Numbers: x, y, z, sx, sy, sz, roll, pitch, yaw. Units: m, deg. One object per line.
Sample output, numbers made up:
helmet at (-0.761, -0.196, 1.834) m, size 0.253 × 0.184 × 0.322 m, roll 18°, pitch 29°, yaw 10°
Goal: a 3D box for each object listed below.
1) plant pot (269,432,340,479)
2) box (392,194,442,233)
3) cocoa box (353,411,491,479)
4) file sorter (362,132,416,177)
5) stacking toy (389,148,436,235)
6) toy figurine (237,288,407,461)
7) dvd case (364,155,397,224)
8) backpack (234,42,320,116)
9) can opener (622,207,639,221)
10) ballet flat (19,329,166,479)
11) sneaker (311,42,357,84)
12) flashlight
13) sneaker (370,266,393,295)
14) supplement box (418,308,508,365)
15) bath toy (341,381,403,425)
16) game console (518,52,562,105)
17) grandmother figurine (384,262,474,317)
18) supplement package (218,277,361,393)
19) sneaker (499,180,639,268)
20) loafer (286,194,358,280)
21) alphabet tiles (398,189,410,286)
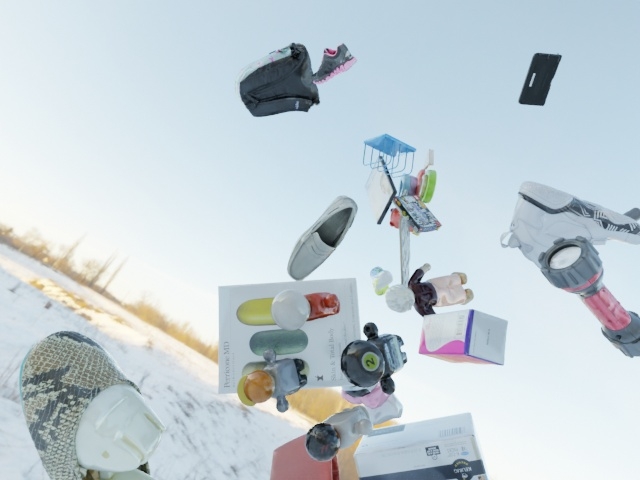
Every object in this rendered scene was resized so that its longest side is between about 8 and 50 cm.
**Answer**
plant pot at (-0.055, 0.900, 1.522) m, size 0.235 × 0.267 × 0.267 m, roll -8°, pitch -67°, yaw 4°
box at (0.289, -0.081, 1.224) m, size 0.137 × 0.093 × 0.027 m, roll 59°, pitch -41°, yaw 32°
cocoa box at (0.304, 0.673, 1.185) m, size 0.346 × 0.228 × 0.231 m, roll -17°, pitch -11°, yaw 14°
file sorter at (0.259, -0.316, 1.546) m, size 0.170 × 0.105 × 0.118 m, roll 15°, pitch -12°, yaw -35°
stacking toy at (0.366, -0.208, 1.664) m, size 0.130 × 0.309 × 0.280 m, roll 9°, pitch -43°, yaw 1°
toy figurine at (0.000, 0.193, 0.607) m, size 0.213 × 0.210 × 0.148 m, roll 32°, pitch 11°, yaw 28°
dvd case at (0.251, -0.216, 1.728) m, size 0.022 × 0.253 × 0.180 m, roll 6°, pitch -46°, yaw -16°
backpack at (-0.107, -0.361, 0.951) m, size 0.115 × 0.181 × 0.152 m, roll -124°, pitch -168°, yaw -58°
can opener at (1.027, -0.044, 1.491) m, size 0.095 × 0.283 × 0.076 m, roll 56°, pitch -3°, yaw 17°
ballet flat at (-0.321, 0.370, 0.653) m, size 0.181 × 0.164 × 0.483 m, roll 5°, pitch -72°, yaw 22°
sneaker at (0.019, -0.361, 0.828) m, size 0.119 × 0.047 × 0.057 m, roll -8°, pitch -50°, yaw 48°
flashlight at (0.562, 0.123, 0.811) m, size 0.304 × 0.103 × 0.103 m, roll 43°, pitch -25°, yaw -15°
sneaker at (0.268, 0.166, 1.891) m, size 0.240 × 0.091 × 0.126 m, roll 90°, pitch -20°, yaw -62°
supplement box at (0.361, 0.253, 1.057) m, size 0.113 × 0.111 × 0.220 m, roll 19°, pitch -19°, yaw -13°
bath toy at (0.105, 0.413, 1.131) m, size 0.348 × 0.129 × 0.151 m, roll 51°, pitch -3°, yaw -36°
game console at (0.556, -0.412, 1.039) m, size 0.107 × 0.071 × 0.122 m, roll 1°, pitch -59°, yaw -9°
grandmother figurine at (0.354, 0.180, 1.334) m, size 0.342 × 0.208 × 0.104 m, roll 0°, pitch -33°, yaw -32°
supplement package at (-0.058, 0.192, 0.833) m, size 0.262 × 0.200 × 0.198 m, roll -3°, pitch -13°, yaw -2°
sneaker at (0.699, -0.014, 1.147) m, size 0.365 × 0.210 × 0.137 m, roll 21°, pitch 20°, yaw 2°
loafer at (0.000, 0.000, 1.261) m, size 0.112 × 0.320 × 0.111 m, roll 32°, pitch 13°, yaw -11°
alphabet tiles at (0.297, 0.005, 1.431) m, size 0.011 × 0.285 × 0.343 m, roll 0°, pitch -72°, yaw 18°
